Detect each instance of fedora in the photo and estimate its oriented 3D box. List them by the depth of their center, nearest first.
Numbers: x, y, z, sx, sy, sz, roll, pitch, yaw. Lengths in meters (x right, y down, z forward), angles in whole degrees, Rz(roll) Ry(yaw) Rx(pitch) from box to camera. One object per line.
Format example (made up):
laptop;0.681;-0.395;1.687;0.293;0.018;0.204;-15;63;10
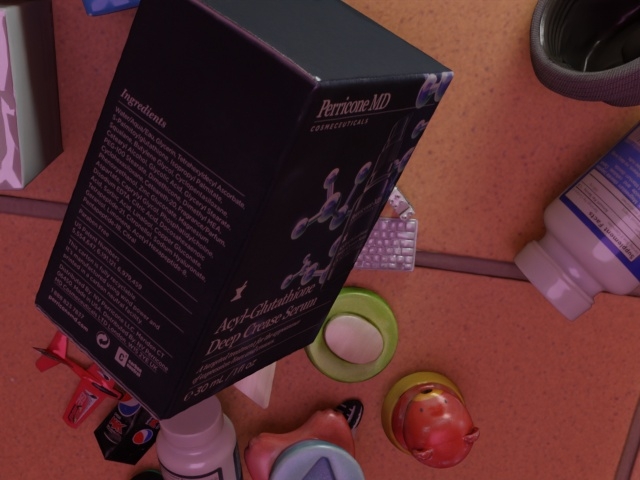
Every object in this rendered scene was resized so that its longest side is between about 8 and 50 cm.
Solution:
fedora;0.380;-0.261;1.055;0.124;0.244;0.275;31;104;-42

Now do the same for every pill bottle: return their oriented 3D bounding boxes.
pill bottle;0.379;-0.028;1.142;0.152;0.152;0.272;42;102;-14
pill bottle;-0.162;0.286;1.218;0.107;0.108;0.180;-4;129;-1

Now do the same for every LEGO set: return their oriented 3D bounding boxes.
LEGO set;0.026;-0.089;1.137;0.087;0.093;0.227;-37;106;9

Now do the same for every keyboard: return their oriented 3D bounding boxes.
keyboard;0.000;0.000;1.208;0.255;0.014;0.072;3;108;-4

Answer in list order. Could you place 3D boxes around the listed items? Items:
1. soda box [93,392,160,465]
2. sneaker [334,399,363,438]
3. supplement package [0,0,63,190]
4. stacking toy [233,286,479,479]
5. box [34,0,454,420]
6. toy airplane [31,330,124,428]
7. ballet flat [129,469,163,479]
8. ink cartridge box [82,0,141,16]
soda box;-0.232;0.227;1.240;0.169;0.053;0.060;-49;137;12
sneaker;0.031;0.274;1.291;0.040;0.043;0.109;32;95;34
supplement package;-0.393;-0.172;1.035;0.149;0.203;0.194;-1;108;-2
stacking toy;0.033;0.229;1.191;0.308;0.130;0.280;-30;100;-3
box;-0.081;-0.056;0.979;0.212;0.293;0.396;36;118;20
toy airplane;-0.327;0.182;1.245;0.151;0.028;0.151;-1;107;-3
ballet flat;-0.185;0.451;1.304;0.095;0.096;0.280;-40;106;10
ink cartridge box;-0.157;-0.468;0.967;0.285;0.166;0.395;-13;108;2
